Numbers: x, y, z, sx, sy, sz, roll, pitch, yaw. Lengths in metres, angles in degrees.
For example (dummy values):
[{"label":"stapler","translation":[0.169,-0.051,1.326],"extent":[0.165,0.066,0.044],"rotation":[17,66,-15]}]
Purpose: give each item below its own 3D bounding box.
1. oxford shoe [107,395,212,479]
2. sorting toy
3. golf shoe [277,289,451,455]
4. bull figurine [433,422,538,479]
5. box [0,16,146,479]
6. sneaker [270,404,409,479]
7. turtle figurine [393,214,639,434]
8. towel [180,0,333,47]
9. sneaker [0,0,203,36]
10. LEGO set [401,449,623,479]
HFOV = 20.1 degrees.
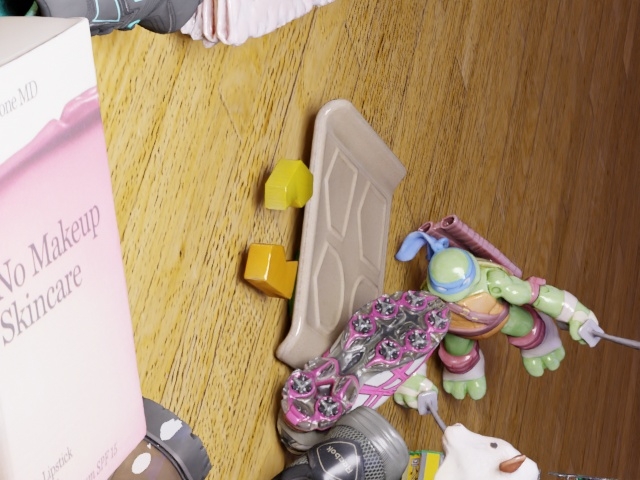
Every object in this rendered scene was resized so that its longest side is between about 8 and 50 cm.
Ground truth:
[{"label":"oxford shoe","translation":[-0.110,0.197,1.196],"extent":[0.096,0.083,0.227],"rotation":[-56,147,-25]},{"label":"sorting toy","translation":[0.000,0.000,1.547],"extent":[0.307,0.041,0.229],"rotation":[42,56,-65]},{"label":"golf shoe","translation":[0.033,0.109,1.525],"extent":[0.186,0.067,0.086],"rotation":[-36,159,-25]},{"label":"bull figurine","translation":[0.093,0.298,1.382],"extent":[0.101,0.188,0.310],"rotation":[105,-24,-81]},{"label":"box","translation":[-0.181,0.020,0.877],"extent":[0.148,0.127,0.232],"rotation":[-48,136,-62]},{"label":"sneaker","translation":[-0.007,0.233,1.474],"extent":[0.130,0.087,0.227],"rotation":[-33,158,-27]},{"label":"turtle figurine","translation":[0.180,0.124,1.838],"extent":[0.198,0.275,0.266],"rotation":[-51,159,-3]},{"label":"towel","translation":[-0.046,-0.322,1.361],"extent":[0.332,0.053,0.317],"rotation":[-40,128,-68]},{"label":"sneaker","translation":[-0.151,-0.162,1.049],"extent":[0.106,0.101,0.267],"rotation":[-64,159,-3]},{"label":"LEGO set","translation":[0.213,0.339,1.805],"extent":[0.255,0.331,0.192],"rotation":[99,0,-73]}]
